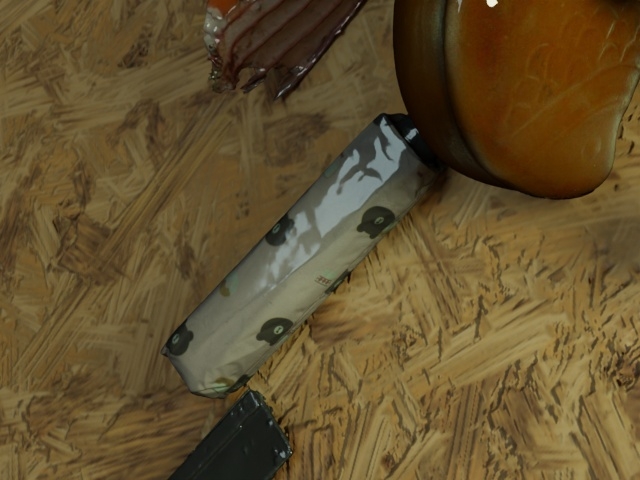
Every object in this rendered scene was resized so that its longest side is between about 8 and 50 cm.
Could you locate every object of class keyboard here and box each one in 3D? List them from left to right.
[{"bbox_3d":[-0.108,0.225,1.490,0.231,0.023,0.072,-47,56,19],"label":"keyboard"}]

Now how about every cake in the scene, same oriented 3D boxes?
[{"bbox_3d":[-0.003,-0.242,1.519,0.135,0.098,0.287,31,95,44],"label":"cake"}]

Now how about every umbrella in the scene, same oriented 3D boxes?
[{"bbox_3d":[0.000,0.000,1.446,0.073,0.067,0.337,47,109,10],"label":"umbrella"}]

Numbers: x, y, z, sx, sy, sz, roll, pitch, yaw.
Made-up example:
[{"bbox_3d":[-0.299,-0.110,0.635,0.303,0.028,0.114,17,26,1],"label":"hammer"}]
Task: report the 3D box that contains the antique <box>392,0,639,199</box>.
[{"bbox_3d":[0.148,-0.166,1.277,0.129,0.223,0.278,20,121,46],"label":"antique"}]
